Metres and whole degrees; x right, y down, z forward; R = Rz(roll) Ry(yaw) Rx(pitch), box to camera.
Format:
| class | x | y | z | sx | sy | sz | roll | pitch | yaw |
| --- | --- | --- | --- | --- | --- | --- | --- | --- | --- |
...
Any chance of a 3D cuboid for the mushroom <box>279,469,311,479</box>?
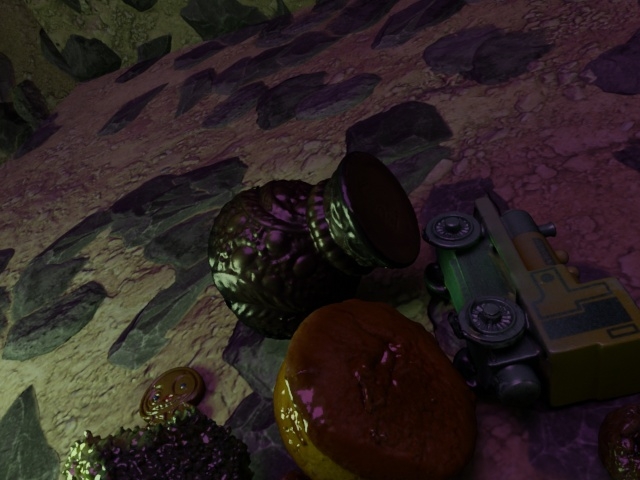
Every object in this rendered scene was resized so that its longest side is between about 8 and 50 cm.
| class | x | y | z | sx | sy | sz | roll | pitch | yaw |
| --- | --- | --- | --- | --- | --- | --- | --- | --- | --- |
| mushroom | -0.004 | 0.341 | 0.733 | 0.170 | 0.135 | 0.080 | 10 | 88 | 54 |

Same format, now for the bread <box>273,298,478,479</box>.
| class | x | y | z | sx | sy | sz | roll | pitch | yaw |
| --- | --- | --- | --- | --- | --- | --- | --- | --- | --- |
| bread | 0.062 | 0.191 | 0.751 | 0.145 | 0.268 | 0.268 | -52 | 18 | 41 |

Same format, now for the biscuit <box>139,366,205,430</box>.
| class | x | y | z | sx | sy | sz | roll | pitch | yaw |
| --- | --- | --- | --- | --- | --- | --- | --- | --- | --- |
| biscuit | -0.254 | 0.284 | 1.023 | 0.124 | 0.026 | 0.175 | -26 | 36 | 3 |

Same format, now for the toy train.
| class | x | y | z | sx | sy | sz | roll | pitch | yaw |
| --- | --- | --- | --- | --- | --- | --- | --- | --- | --- |
| toy train | 0.281 | 0.066 | 0.864 | 0.237 | 0.150 | 0.369 | -13 | 38 | 5 |

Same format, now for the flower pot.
| class | x | y | z | sx | sy | sz | roll | pitch | yaw |
| --- | --- | --- | --- | --- | --- | --- | --- | --- | --- |
| flower pot | 0.000 | 0.000 | 0.966 | 0.267 | 0.266 | 0.266 | -26 | 33 | 33 |

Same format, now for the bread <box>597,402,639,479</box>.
| class | x | y | z | sx | sy | sz | roll | pitch | yaw |
| --- | --- | --- | --- | --- | --- | --- | --- | --- | --- |
| bread | 0.358 | 0.237 | 0.673 | 0.082 | 0.060 | 0.113 | -26 | 38 | -3 |

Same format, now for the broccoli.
| class | x | y | z | sx | sy | sz | roll | pitch | yaw |
| --- | --- | --- | --- | --- | --- | --- | --- | --- | --- |
| broccoli | -0.219 | 0.347 | 0.771 | 0.288 | 0.235 | 0.260 | -6 | 23 | -37 |
